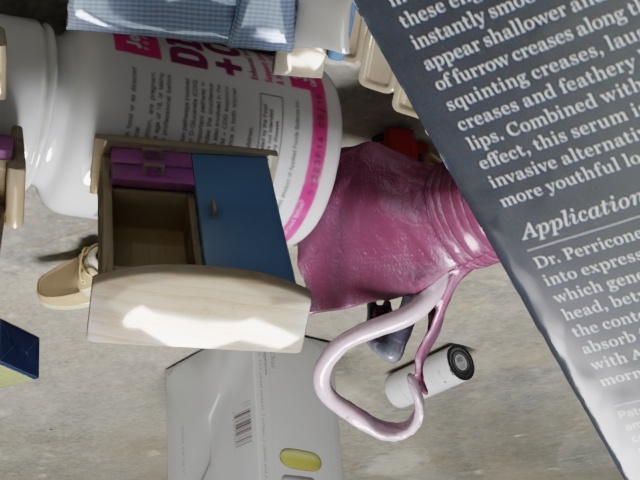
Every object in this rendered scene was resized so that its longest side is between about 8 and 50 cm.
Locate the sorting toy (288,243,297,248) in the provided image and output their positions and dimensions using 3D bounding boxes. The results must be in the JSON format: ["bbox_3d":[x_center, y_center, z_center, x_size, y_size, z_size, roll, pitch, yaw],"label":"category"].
[{"bbox_3d":[0.000,0.000,1.362,0.083,0.045,0.075,9,158,-28],"label":"sorting toy"}]

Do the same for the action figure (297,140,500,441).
[{"bbox_3d":[0.120,-0.025,1.028,0.248,0.275,0.370,32,144,-29],"label":"action figure"}]

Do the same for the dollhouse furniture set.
[{"bbox_3d":[-0.113,-0.116,0.775,0.286,0.198,0.303,4,120,-13],"label":"dollhouse furniture set"}]

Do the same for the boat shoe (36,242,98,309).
[{"bbox_3d":[-0.237,0.027,1.356,0.170,0.063,0.059,-18,151,4],"label":"boat shoe"}]

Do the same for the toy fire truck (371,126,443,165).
[{"bbox_3d":[0.108,-0.066,1.232,0.135,0.047,0.192,6,152,-21],"label":"toy fire truck"}]

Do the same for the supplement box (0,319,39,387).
[{"bbox_3d":[-0.414,0.146,1.570,0.083,0.056,0.083,-15,153,20],"label":"supplement box"}]

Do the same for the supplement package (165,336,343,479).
[{"bbox_3d":[-0.090,0.276,1.659,0.145,0.262,0.204,17,147,-38],"label":"supplement package"}]

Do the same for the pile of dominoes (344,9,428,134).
[{"bbox_3d":[0.107,-0.168,0.882,0.251,0.040,0.196,37,128,-4],"label":"pile of dominoes"}]

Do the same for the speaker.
[{"bbox_3d":[0.154,0.196,1.777,0.055,0.055,0.136,15,148,-36],"label":"speaker"}]

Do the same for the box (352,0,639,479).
[{"bbox_3d":[0.195,-0.118,0.666,0.212,0.293,0.395,-19,116,28],"label":"box"}]

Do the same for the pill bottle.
[{"bbox_3d":[-0.140,-0.090,1.007,0.283,0.160,0.160,8,151,-26],"label":"pill bottle"}]
